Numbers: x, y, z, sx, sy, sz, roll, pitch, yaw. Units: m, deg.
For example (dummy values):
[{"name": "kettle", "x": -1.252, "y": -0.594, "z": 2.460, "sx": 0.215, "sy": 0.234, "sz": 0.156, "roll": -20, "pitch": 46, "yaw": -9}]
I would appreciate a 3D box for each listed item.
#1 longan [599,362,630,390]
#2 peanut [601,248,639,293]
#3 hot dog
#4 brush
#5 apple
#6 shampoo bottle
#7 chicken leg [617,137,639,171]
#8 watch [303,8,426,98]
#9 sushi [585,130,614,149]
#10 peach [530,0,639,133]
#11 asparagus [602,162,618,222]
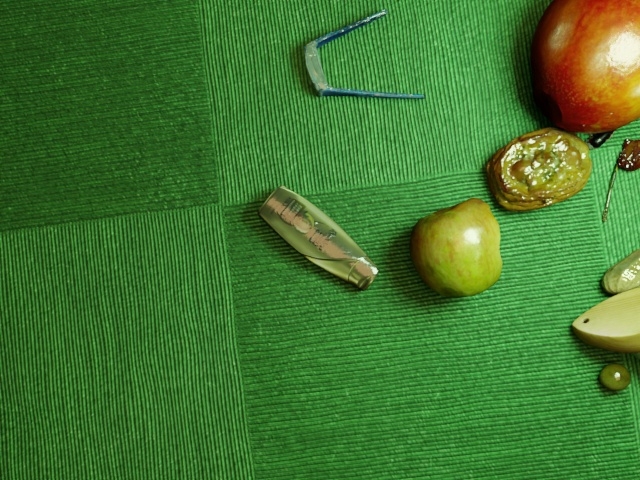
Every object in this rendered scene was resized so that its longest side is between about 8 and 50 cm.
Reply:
[{"name": "longan", "x": 0.755, "y": 0.356, "z": 1.711, "sx": 0.075, "sy": 0.075, "sz": 0.083, "roll": 7, "pitch": 127, "yaw": 3}, {"name": "peanut", "x": 0.817, "y": 0.075, "z": 1.713, "sx": 0.194, "sy": 0.093, "sz": 0.083, "roll": -31, "pitch": 124, "yaw": 2}, {"name": "hot dog", "x": 0.577, "y": -0.185, "z": 1.731, "sx": 0.272, "sy": 0.122, "sz": 0.196, "roll": -18, "pitch": 84, "yaw": 2}, {"name": "brush", "x": 0.784, "y": 0.234, "z": 1.670, "sx": 0.166, "sy": 0.267, "sz": 0.174, "roll": 49, "pitch": 48, "yaw": -23}, {"name": "apple", "x": 0.351, "y": 0.023, "z": 1.666, "sx": 0.246, "sy": 0.246, "sz": 0.226, "roll": -22, "pitch": 93, "yaw": 0}, {"name": "shampoo bottle", "x": 0.000, "y": 0.000, "z": 1.758, "sx": 0.350, "sy": 0.084, "sz": 0.125, "roll": 40, "pitch": 86, "yaw": 4}, {"name": "chicken leg", "x": 0.875, "y": -0.256, "z": 1.762, "sx": 0.205, "sy": 0.053, "sz": 0.093, "roll": -29, "pitch": 70, "yaw": -4}, {"name": "watch", "x": 0.108, "y": -0.455, "z": 1.806, "sx": 0.275, "sy": 0.068, "sz": 0.276, "roll": -23, "pitch": 84, "yaw": -4}, {"name": "sushi", "x": 0.744, "y": -0.278, "z": 1.767, "sx": 0.083, "sy": 0.046, "sz": 0.044, "roll": -39, "pitch": 84, "yaw": -1}, {"name": "peach", "x": 0.689, "y": -0.447, "z": 1.631, "sx": 0.388, "sy": 0.388, "sz": 0.388, "roll": 0, "pitch": 85, "yaw": 2}, {"name": "asparagus", "x": 0.771, "y": -0.128, "z": 1.771, "sx": 0.016, "sy": 0.013, "sz": 0.166, "roll": 14, "pitch": 86, "yaw": 14}]
